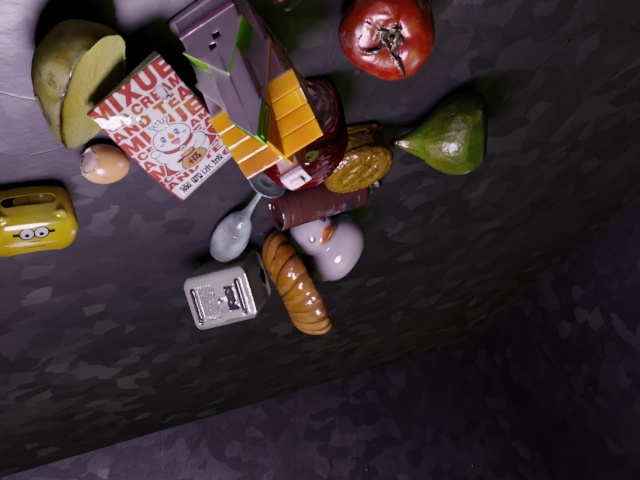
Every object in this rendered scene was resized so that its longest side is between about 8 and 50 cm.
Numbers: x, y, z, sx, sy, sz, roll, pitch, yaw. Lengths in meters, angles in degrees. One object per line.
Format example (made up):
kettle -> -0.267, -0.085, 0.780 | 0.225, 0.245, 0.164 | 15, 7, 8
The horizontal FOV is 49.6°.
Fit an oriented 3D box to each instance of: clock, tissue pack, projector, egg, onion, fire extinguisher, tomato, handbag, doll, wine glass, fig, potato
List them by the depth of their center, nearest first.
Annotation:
potato -> -0.407, -0.264, 1.125 | 0.160, 0.111, 0.271 | -52, -179, -25
clock -> -0.102, -0.246, 1.198 | 0.166, 0.309, 0.235 | -28, 155, 13
handbag -> -0.284, -0.205, 1.242 | 0.171, 0.151, 0.298 | -42, 162, 1
tomato -> 0.131, -0.392, 1.284 | 0.187, 0.151, 0.187 | 5, 122, 8
egg -> -0.427, -0.151, 1.379 | 0.080, 0.080, 0.096 | -38, 155, 28
tissue pack -> -0.588, -0.045, 1.399 | 0.178, 0.123, 0.127 | -9, 151, -27
onion -> -0.044, -0.203, 1.467 | 0.216, 0.206, 0.206 | -14, 151, -7
fig -> 0.293, -0.261, 1.705 | 0.236, 0.203, 0.203 | 0, 159, 14
wine glass -> -0.163, 0.012, 1.707 | 0.096, 0.264, 0.309 | -5, 149, -35
fire extinguisher -> 0.030, -0.118, 1.820 | 0.344, 0.102, 0.138 | -18, -176, -23
projector -> -0.247, 0.129, 1.902 | 0.178, 0.163, 0.242 | -13, -170, 8
doll -> 0.000, 0.000, 1.953 | 0.221, 0.220, 0.251 | -14, -179, -20

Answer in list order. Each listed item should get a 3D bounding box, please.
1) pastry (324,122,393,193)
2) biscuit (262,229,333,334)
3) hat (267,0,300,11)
pastry -> 0.085, -0.198, 1.694 | 0.189, 0.103, 0.188 | -20, 155, -9
biscuit -> -0.074, 0.126, 1.936 | 0.107, 0.325, 0.325 | -27, 156, -8
hat -> 0.000, -0.471, 1.079 | 0.287, 0.107, 0.237 | -26, 165, 17
